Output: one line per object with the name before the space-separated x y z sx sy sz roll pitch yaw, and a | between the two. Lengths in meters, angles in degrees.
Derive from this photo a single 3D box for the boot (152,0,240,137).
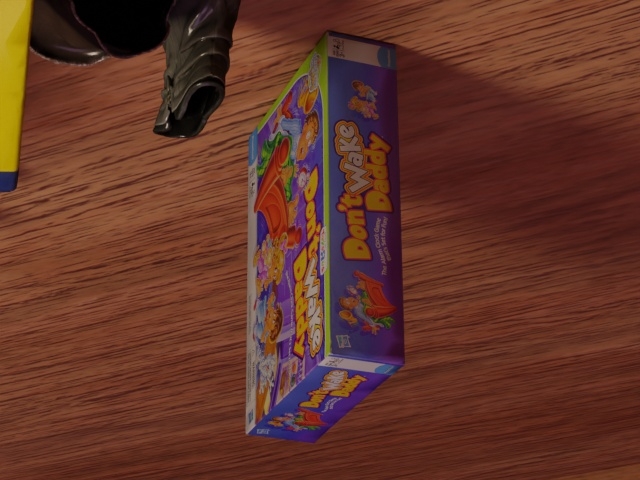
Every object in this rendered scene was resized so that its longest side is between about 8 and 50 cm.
boot | -0.091 -0.198 1.512 0.083 0.161 0.246 7 153 -17

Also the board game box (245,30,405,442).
board game box | 0.000 0.000 1.716 0.078 0.347 0.233 9 152 -20

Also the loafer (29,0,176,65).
loafer | -0.192 -0.217 1.470 0.134 0.130 0.366 8 163 -18

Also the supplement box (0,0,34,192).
supplement box | -0.311 -0.230 1.262 0.195 0.194 0.356 1 133 -14
